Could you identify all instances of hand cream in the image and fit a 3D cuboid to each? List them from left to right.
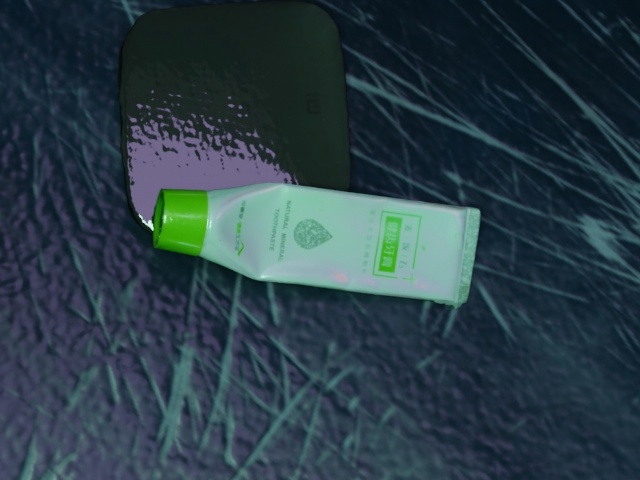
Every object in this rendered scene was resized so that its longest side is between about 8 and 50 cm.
[{"bbox_3d":[0.000,0.000,1.298,0.275,0.079,0.050,7,30,-15],"label":"hand cream"}]

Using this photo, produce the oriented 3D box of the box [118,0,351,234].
[{"bbox_3d":[-0.073,-0.105,1.343,0.201,0.042,0.212,-4,72,-11],"label":"box"}]
